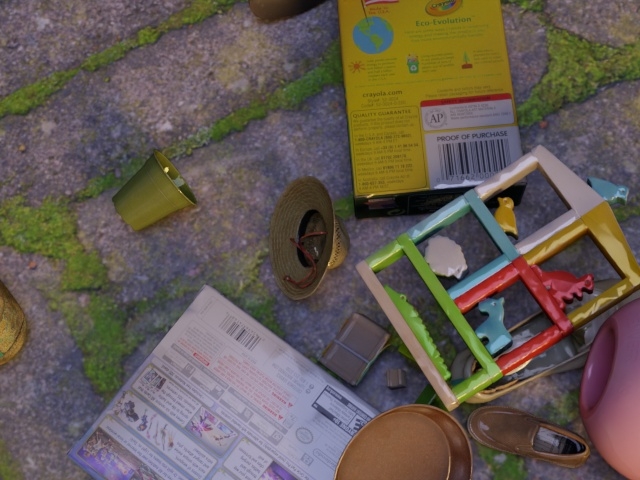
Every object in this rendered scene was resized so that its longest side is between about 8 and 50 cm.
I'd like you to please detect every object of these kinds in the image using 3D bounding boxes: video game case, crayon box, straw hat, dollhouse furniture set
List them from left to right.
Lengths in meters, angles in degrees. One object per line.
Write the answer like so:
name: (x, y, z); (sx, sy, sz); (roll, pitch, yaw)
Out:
video game case: (-0.097, 0.223, 1.158); (0.269, 0.061, 0.244); (35, 76, 15)
straw hat: (0.000, 0.000, 1.225); (0.061, 0.144, 0.144); (8, 67, -34)
dollhouse furniture set: (0.079, 0.149, 1.192); (0.152, 0.058, 0.076); (31, 83, 33)
crayon box: (0.128, -0.192, 1.275); (0.202, 0.081, 0.318); (-4, 71, 2)

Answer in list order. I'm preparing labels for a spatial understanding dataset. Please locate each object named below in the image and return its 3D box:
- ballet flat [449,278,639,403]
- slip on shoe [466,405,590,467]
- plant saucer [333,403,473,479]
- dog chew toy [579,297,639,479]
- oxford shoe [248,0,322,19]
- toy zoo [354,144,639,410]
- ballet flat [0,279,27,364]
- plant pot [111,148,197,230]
ballet flat: (0.259, 0.108, 1.162); (0.248, 0.086, 0.086); (-28, 72, -6)
slip on shoe: (0.228, 0.214, 1.149); (0.135, 0.041, 0.051); (20, 74, 10)
plant saucer: (0.083, 0.250, 1.113); (0.168, 0.029, 0.168); (-5, 102, -24)
dog chew toy: (0.442, 0.177, 1.072); (0.332, 0.206, 0.206); (17, 73, 1)
oxford shoe: (-0.011, -0.363, 1.361); (0.212, 0.076, 0.076); (-37, 43, -6)
toy zoo: (0.209, 0.025, 1.136); (0.293, 0.030, 0.192); (-32, 68, 1)
ballet flat: (-0.472, 0.002, 1.233); (0.123, 0.123, 0.348); (-39, 73, -9)
plant pot: (-0.205, -0.054, 1.258); (0.079, 0.083, 0.083); (-36, 72, 4)
